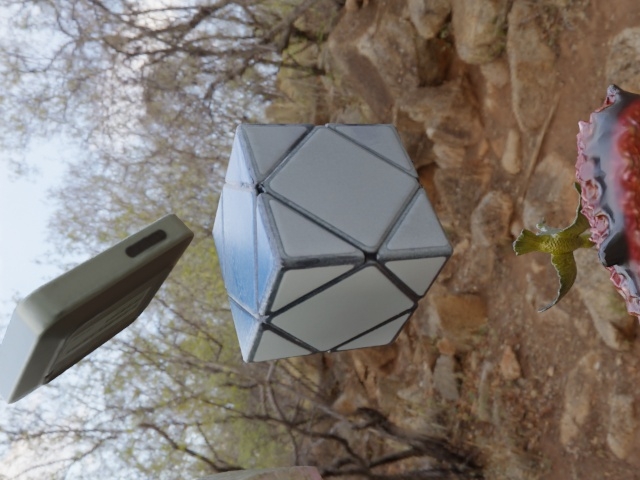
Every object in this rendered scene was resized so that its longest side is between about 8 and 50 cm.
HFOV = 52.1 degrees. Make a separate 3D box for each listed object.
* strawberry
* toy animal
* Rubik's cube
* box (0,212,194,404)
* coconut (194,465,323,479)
[{"bbox_3d":[0.355,-0.002,0.692,0.137,0.233,0.307,153,129,-70],"label":"strawberry"},{"bbox_3d":[0.395,-0.010,1.073,0.155,0.095,0.219,-24,-53,-41],"label":"toy animal"},{"bbox_3d":[0.000,0.000,0.777,0.205,0.207,0.205,112,148,-49],"label":"Rubik's cube"},{"bbox_3d":[-0.435,0.134,1.262,0.367,0.090,0.373,-38,-7,-45],"label":"box"},{"bbox_3d":[-0.057,0.354,0.580,0.297,0.310,0.298,-23,-37,-19],"label":"coconut"}]
